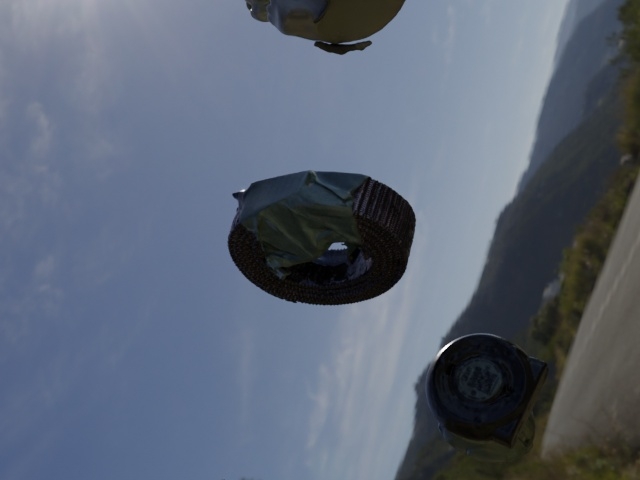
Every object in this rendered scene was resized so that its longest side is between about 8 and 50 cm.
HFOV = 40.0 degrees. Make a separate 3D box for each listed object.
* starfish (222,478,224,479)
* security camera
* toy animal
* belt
[{"bbox_3d":[-0.227,0.576,1.713,0.247,0.138,0.050,-41,-9,34],"label":"starfish"},{"bbox_3d":[0.304,0.308,1.620,0.197,0.191,0.277,-59,-28,-22],"label":"security camera"},{"bbox_3d":[0.006,-0.379,1.041,0.182,0.247,0.310,72,178,-49],"label":"toy animal"},{"bbox_3d":[0.000,0.000,1.468,0.260,0.325,0.122,52,-139,-36],"label":"belt"}]
